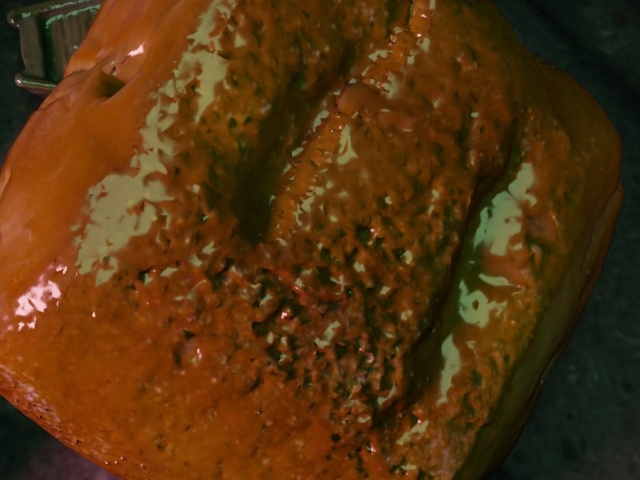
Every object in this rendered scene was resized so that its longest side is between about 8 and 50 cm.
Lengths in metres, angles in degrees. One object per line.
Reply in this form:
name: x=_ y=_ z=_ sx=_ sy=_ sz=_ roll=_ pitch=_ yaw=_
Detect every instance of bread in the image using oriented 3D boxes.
bread: x=0.004 y=-0.001 z=0.641 sx=0.337 sy=0.148 sz=0.328 roll=37 pitch=70 yaw=-20

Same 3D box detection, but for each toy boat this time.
toy boat: x=-0.060 y=-0.142 z=0.807 sx=0.293 sy=0.055 sz=0.093 roll=-10 pitch=69 yaw=-4
